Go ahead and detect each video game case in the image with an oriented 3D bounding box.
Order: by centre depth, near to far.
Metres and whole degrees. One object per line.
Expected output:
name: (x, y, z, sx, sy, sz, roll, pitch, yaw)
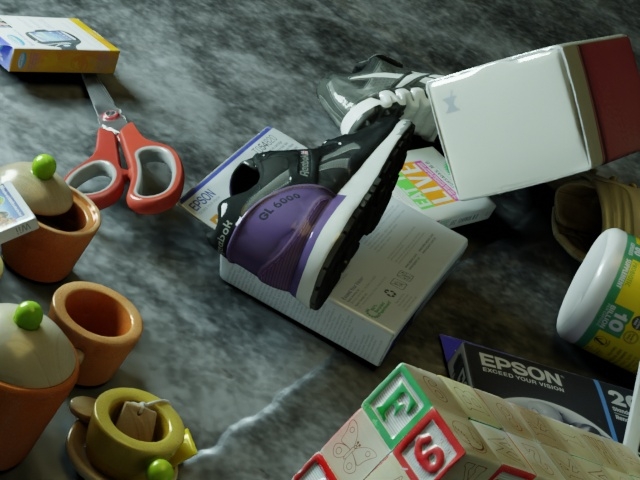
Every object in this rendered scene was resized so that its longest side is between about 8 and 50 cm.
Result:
video game case: (-0.273, -0.004, 1.376, 0.122, 0.011, 0.087, -24, 27, -13)

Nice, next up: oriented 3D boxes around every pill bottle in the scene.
pill bottle: (0.338, 0.083, 1.763, 0.208, 0.118, 0.117, 27, 29, -2)

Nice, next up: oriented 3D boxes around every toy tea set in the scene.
toy tea set: (-0.205, 0.039, 1.384, 0.200, 0.124, 0.336, 7, 35, -31)

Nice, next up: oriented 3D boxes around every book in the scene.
book: (0.100, -0.047, 1.868, 0.096, 0.035, 0.144, 42, 30, 22)

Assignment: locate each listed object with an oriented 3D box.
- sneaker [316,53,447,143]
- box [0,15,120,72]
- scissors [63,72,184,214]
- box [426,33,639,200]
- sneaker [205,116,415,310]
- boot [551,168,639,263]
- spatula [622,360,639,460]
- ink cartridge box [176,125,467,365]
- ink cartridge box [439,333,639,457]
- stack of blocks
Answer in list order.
sneaker: (0.086, -0.154, 1.976, 0.234, 0.078, 0.106, -11, 49, -45)
box: (-0.268, -0.186, 1.778, 0.136, 0.028, 0.081, -5, 31, -40)
scissors: (-0.177, -0.101, 1.706, 0.109, 0.021, 0.297, -6, 31, 0)
box: (0.229, -0.127, 1.907, 0.232, 0.148, 0.127, -19, 95, -63)
sneaker: (-0.007, -0.054, 1.627, 0.124, 0.107, 0.283, 24, 29, 8)
boot: (0.339, -0.036, 1.983, 0.203, 0.095, 0.262, 16, 35, -17)
spatula: (0.313, 0.180, 1.577, 0.168, 0.019, 0.242, 28, 46, -6)
ink cartridge box: (0.000, 0.000, 1.693, 0.224, 0.045, 0.223, 31, 30, 8)
ink cartridge box: (0.213, 0.155, 1.623, 0.206, 0.045, 0.208, 17, 30, -16)
stack of blocks: (0.110, 0.205, 1.326, 0.297, 0.171, 0.087, 23, 24, -47)
